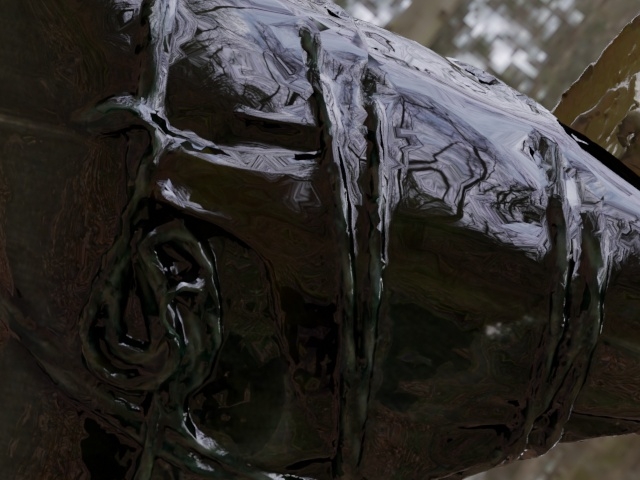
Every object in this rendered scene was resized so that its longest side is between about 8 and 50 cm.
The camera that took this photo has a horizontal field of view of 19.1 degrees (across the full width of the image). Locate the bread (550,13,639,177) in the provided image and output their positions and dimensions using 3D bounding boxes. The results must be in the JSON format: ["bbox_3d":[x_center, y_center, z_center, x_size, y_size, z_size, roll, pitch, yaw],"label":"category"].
[{"bbox_3d":[0.222,-0.013,1.057,0.246,0.111,0.239,15,-34,-17],"label":"bread"}]

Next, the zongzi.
[{"bbox_3d":[0.000,0.000,0.903,0.383,0.319,0.362,4,7,-13],"label":"zongzi"}]
